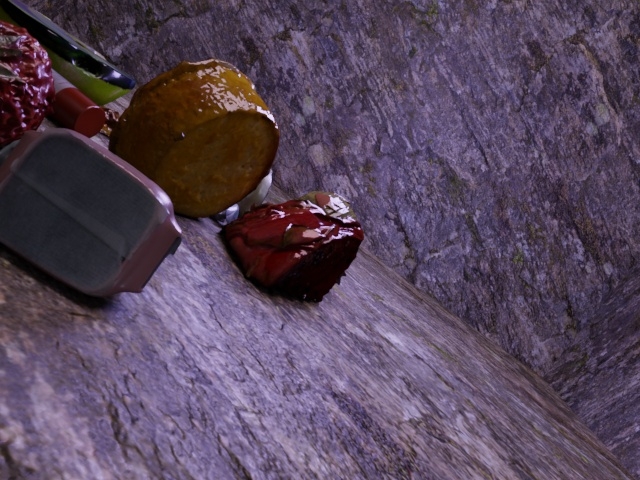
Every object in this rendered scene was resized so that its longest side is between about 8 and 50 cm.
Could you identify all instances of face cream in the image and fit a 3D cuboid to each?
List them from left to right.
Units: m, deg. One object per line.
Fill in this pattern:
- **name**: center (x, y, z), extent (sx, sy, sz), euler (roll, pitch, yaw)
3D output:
- **face cream**: center (-0.636, -0.344, 1.202), extent (0.214, 0.096, 0.096), euler (37, 8, 11)

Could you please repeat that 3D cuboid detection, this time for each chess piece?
- **chess piece**: center (-0.328, -0.209, 1.487), extent (0.330, 0.182, 0.182), euler (26, 11, -24)

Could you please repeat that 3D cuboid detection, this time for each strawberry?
- **strawberry**: center (-0.513, -0.231, 0.780), extent (0.205, 0.205, 0.244), euler (35, -16, -2)

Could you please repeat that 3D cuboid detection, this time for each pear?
- **pear**: center (-0.761, -0.515, 1.439), extent (0.398, 0.165, 0.399), euler (35, 7, -5)

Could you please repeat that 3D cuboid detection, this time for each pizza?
- **pizza**: center (-0.591, -0.331, 1.418), extent (0.193, 0.069, 0.154), euler (32, 7, -14)

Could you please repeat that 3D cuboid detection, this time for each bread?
- **bread**: center (-0.276, -0.230, 1.155), extent (0.215, 0.398, 0.398), euler (51, 13, 23)

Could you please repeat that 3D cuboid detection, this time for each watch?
- **watch**: center (-0.311, -0.042, 0.668), extent (0.253, 0.162, 0.241), euler (37, -5, -7)

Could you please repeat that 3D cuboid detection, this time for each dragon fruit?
- **dragon fruit**: center (-0.096, -0.037, 1.193), extent (0.329, 0.228, 0.286), euler (42, 11, 29)

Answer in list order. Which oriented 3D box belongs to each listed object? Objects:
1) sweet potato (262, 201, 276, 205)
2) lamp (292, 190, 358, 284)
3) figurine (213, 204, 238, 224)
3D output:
- **sweet potato**: center (-0.159, -0.066, 1.597), extent (0.124, 0.098, 0.310), euler (57, 5, -3)
- **lamp**: center (0.000, 0.000, 1.423), extent (0.250, 0.250, 0.285), euler (-22, 90, -81)
- **figurine**: center (-0.268, -0.080, 1.336), extent (0.086, 0.082, 0.094), euler (20, -20, 8)
